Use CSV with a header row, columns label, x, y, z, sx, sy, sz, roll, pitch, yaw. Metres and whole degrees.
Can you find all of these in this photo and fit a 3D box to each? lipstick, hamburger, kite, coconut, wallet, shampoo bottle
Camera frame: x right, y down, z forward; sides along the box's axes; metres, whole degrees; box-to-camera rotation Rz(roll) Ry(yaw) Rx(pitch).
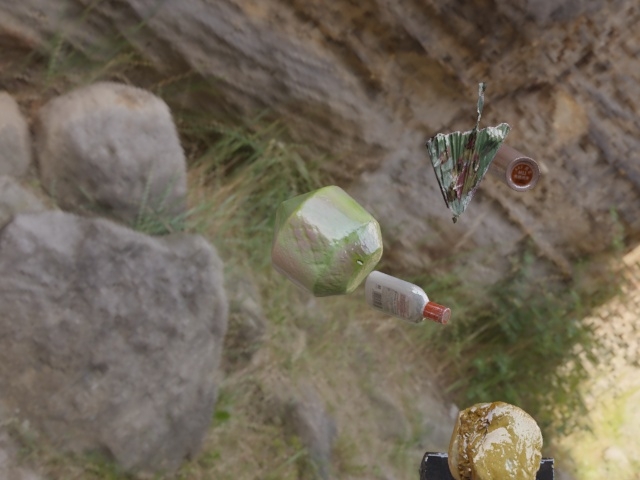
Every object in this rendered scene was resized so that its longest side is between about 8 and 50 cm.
label,x,y,z,sx,sy,sz,roll,pitch,yaw
lipstick,0.375,-0.157,2.033,0.070,0.070,0.254,50,5,-15
hamburger,0.256,0.305,1.453,0.147,0.138,0.083,31,-23,-27
kite,0.271,-0.156,1.819,0.013,0.268,0.323,21,20,33
coconut,0.000,0.000,2.020,0.236,0.236,0.204,54,22,12
wallet,0.325,0.486,1.924,0.030,0.285,0.146,142,-48,-70
shampoo bottle,0.208,0.148,2.401,0.220,0.051,0.108,19,-54,32
